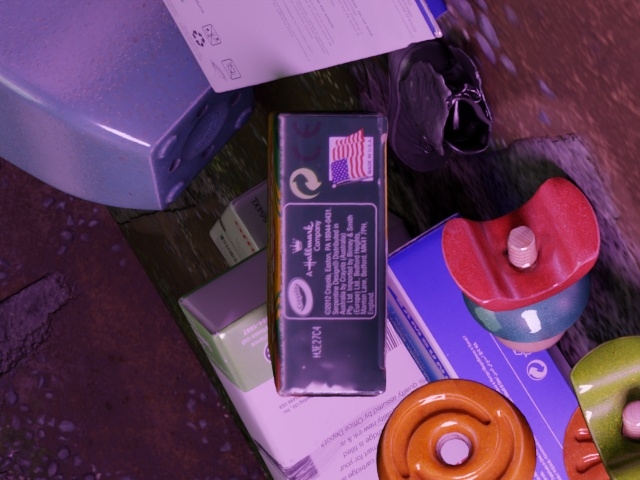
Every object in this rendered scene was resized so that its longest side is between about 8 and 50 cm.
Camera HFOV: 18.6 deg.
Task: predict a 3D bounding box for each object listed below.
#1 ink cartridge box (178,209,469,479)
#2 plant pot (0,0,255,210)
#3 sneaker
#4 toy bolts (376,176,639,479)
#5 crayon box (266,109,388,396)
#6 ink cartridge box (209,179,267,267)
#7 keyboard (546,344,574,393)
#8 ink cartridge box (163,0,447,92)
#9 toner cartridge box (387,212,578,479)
[{"bbox_3d":[0.026,0.128,1.767,0.273,0.198,0.115,64,167,-24],"label":"ink cartridge box"},{"bbox_3d":[-0.202,-0.175,1.884,0.252,0.248,0.247,36,162,15],"label":"plant pot"},{"bbox_3d":[0.084,-0.083,1.354,0.089,0.051,0.170,56,166,35],"label":"sneaker"},{"bbox_3d":[0.136,0.098,1.295,0.158,0.218,0.228,70,-177,-65],"label":"toy bolts"},{"bbox_3d":[0.000,0.000,1.509,0.318,0.081,0.202,-125,35,-86],"label":"crayon box"},{"bbox_3d":[-0.034,0.017,2.010,0.148,0.086,0.203,58,168,1],"label":"ink cartridge box"},{"bbox_3d":[0.210,0.149,1.515,0.256,0.014,0.072,58,168,4],"label":"keyboard"},{"bbox_3d":[-0.020,-0.201,1.350,0.333,0.065,0.165,-2,120,62],"label":"ink cartridge box"},{"bbox_3d":[0.161,0.152,1.520,0.348,0.075,0.165,58,173,5],"label":"toner cartridge box"}]
